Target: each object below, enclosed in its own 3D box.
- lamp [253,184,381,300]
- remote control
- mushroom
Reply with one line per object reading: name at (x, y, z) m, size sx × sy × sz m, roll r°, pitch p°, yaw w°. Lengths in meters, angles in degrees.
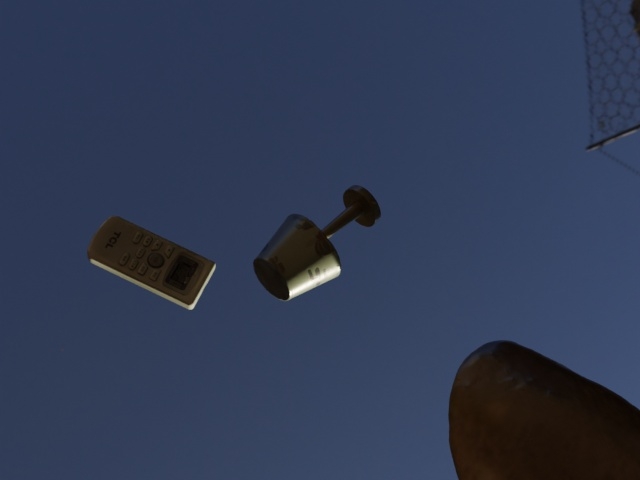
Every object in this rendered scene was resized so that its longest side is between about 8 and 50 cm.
lamp at (0.000, 0.000, 1.361) m, size 0.215 × 0.121 × 0.121 m, roll -37°, pitch -86°, yaw -28°
remote control at (-0.264, 0.031, 1.365) m, size 0.190 × 0.029 × 0.087 m, roll 26°, pitch -119°, yaw 2°
mushroom at (0.359, 0.313, 1.223) m, size 0.224 × 0.314 × 0.397 m, roll -12°, pitch -101°, yaw -52°
